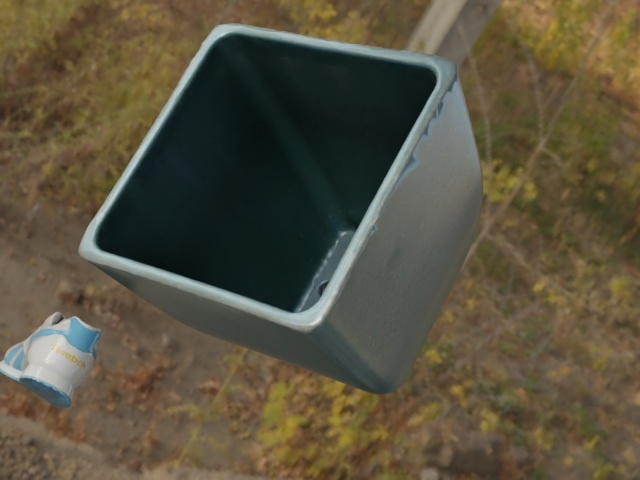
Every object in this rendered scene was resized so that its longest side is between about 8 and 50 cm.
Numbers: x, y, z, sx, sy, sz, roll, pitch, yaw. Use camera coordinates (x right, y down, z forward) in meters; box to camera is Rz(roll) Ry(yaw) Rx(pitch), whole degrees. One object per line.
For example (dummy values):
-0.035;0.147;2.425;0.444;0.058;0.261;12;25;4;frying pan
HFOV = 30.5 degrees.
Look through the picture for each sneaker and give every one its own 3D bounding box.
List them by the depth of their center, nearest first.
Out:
-0.308;0.137;1.361;0.087;0.092;0.229;36;-18;-20;sneaker

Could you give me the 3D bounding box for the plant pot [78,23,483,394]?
0.000;0.000;1.014;0.248;0.247;0.252;15;-24;34;plant pot
